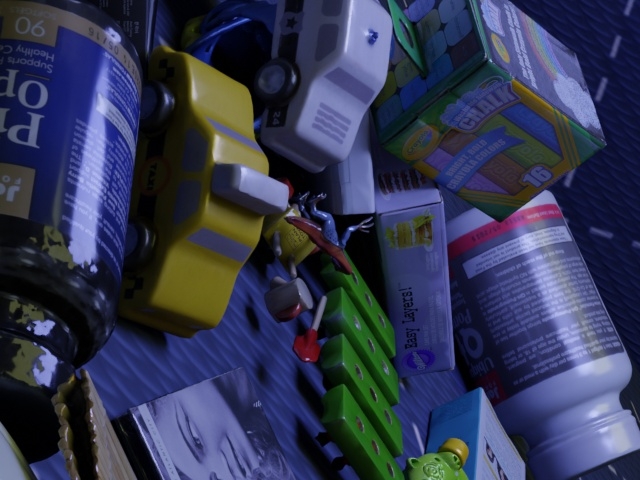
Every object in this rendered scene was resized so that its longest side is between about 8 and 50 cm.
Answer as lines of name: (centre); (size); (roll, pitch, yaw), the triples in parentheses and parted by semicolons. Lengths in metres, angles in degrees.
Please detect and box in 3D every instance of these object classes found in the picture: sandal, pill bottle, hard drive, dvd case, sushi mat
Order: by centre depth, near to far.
sushi mat: (-0.067, 0.214, 0.772); (0.316, 0.019, 0.151); (74, 1, -46)
pill bottle: (-0.154, -0.008, 0.790); (0.123, 0.122, 0.219); (48, 34, -46)
dvd case: (-0.054, 0.171, 1.065); (0.165, 0.018, 0.221); (65, 15, 4)
sandal: (-0.052, -0.150, 1.381); (0.126, 0.138, 0.317); (57, 14, -13)
hard drive: (0.007, -0.182, 1.478); (0.203, 0.040, 0.308); (-157, -118, -81)
pill bottle: (0.249, 0.116, 1.870); (0.319, 0.176, 0.176); (67, 15, 13)

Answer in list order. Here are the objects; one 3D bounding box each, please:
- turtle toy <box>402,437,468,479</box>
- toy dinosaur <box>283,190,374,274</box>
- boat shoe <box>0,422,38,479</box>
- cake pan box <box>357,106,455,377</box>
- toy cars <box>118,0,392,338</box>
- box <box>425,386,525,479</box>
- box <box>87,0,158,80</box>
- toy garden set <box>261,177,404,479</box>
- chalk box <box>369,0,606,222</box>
turtle toy: (0.100, 0.236, 1.380); (0.130, 0.066, 0.095); (61, 39, -18)
toy dinosaur: (0.000, 0.000, 1.340); (0.090, 0.047, 0.082); (-37, 115, -41)
boat shoe: (-0.180, 0.089, 0.643); (0.305, 0.091, 0.109); (63, 4, -9)
cake pan box: (0.072, -0.042, 1.591); (0.246, 0.070, 0.267); (84, -4, -49)
toy cars: (-0.028, -0.091, 1.148); (0.394, 0.087, 0.176); (-54, 133, -45)
box: (0.146, 0.238, 1.544); (0.100, 0.060, 0.244); (60, 15, -12)
box: (-0.146, -0.286, 1.112); (0.242, 0.076, 0.307); (-94, -172, -56)
toy garden set: (0.000, 0.082, 1.345); (0.204, 0.049, 0.244); (58, 17, -28)
chalk box: (0.124, -0.137, 1.426); (0.213, 0.132, 0.132); (30, 35, -34)
